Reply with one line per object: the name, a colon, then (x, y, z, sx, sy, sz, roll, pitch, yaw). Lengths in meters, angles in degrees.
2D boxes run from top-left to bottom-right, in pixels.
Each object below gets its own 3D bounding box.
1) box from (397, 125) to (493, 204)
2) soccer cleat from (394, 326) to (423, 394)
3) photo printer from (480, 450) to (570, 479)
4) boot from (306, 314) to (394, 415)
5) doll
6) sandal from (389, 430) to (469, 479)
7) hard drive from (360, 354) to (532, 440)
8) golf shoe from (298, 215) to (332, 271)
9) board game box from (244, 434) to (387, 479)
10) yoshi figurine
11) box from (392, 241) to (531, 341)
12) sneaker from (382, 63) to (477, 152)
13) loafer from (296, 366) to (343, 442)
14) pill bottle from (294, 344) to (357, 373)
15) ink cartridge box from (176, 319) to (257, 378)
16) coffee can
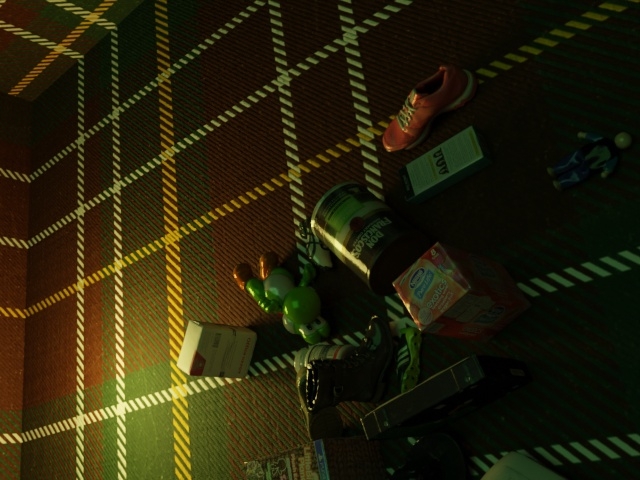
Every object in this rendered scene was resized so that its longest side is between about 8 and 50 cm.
box: (0.327, -0.195, 1.766, 0.244, 0.060, 0.100, -30, 60, 33)
soccer cleat: (0.224, 0.315, 1.741, 0.072, 0.060, 0.178, -6, 69, 52)
photo printer: (0.447, 0.599, 1.369, 0.308, 0.107, 0.256, 22, 65, 43)
boot: (0.070, 0.323, 1.738, 0.091, 0.229, 0.262, 5, 88, 57)
doll: (0.614, -0.191, 1.516, 0.189, 0.046, 0.129, -31, 61, 33)
sandal: (0.204, 0.653, 1.617, 0.167, 0.107, 0.445, 42, 111, 27)
hard drive: (0.289, 0.367, 1.540, 0.339, 0.237, 0.064, -39, 55, 30)
golf shoe: (0.000, 0.000, 2.005, 0.094, 0.077, 0.198, -43, 56, 26)
board game box: (-0.013, 0.618, 1.754, 0.291, 0.232, 0.141, -28, 63, 35)
yoshi figurine: (-0.102, 0.154, 1.984, 0.362, 0.203, 0.203, 39, 99, 38)
box: (0.328, 0.123, 1.521, 0.154, 0.300, 0.142, -46, 53, 25)
sneaker: (0.267, -0.368, 1.814, 0.314, 0.136, 0.116, -41, 54, 28)
loafer: (-0.004, 0.452, 1.832, 0.092, 0.102, 0.268, -115, 12, -63)
pill bottle: (0.018, 0.346, 1.879, 0.180, 0.108, 0.107, -8, 74, 42)
ink cartridge box: (-0.325, 0.347, 2.115, 0.092, 0.218, 0.158, 16, 91, 49)
coffee can: (0.131, -0.009, 1.802, 0.275, 0.202, 0.201, 43, 109, 40)
